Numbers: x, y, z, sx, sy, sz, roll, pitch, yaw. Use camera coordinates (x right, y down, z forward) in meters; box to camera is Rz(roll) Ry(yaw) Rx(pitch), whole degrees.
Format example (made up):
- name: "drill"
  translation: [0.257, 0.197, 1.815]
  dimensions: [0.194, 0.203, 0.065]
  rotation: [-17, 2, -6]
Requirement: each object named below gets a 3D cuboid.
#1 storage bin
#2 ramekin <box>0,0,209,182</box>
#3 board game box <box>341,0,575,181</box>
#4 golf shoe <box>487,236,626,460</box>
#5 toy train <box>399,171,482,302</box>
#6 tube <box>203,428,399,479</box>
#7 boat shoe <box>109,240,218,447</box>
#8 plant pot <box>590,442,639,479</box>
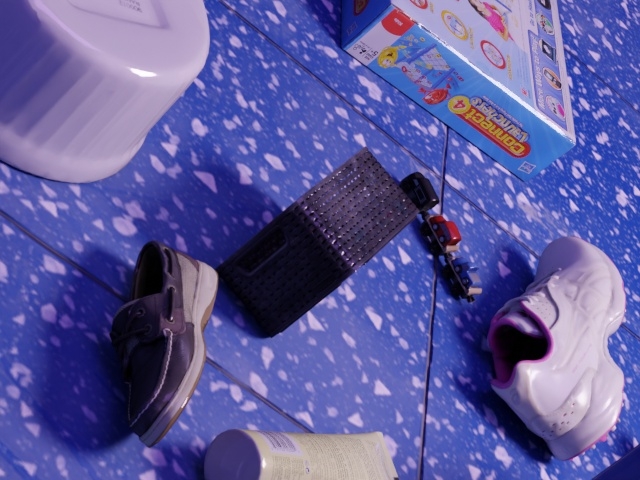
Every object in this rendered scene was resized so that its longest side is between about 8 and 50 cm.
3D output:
- name: "storage bin"
  translation: [0.000, 0.000, 1.673]
  dimensions: [0.084, 0.122, 0.180]
  rotation: [50, 31, -1]
- name: "ramekin"
  translation: [-0.227, -0.200, 1.579]
  dimensions: [0.277, 0.135, 0.277]
  rotation: [33, 35, -27]
- name: "board game box"
  translation: [0.164, -0.267, 2.198]
  dimensions: [0.302, 0.086, 0.308]
  rotation: [34, 35, -26]
- name: "golf shoe"
  translation: [0.244, 0.085, 1.913]
  dimensions: [0.140, 0.115, 0.306]
  rotation: [34, 34, -20]
- name: "toy train"
  translation: [0.131, -0.005, 1.929]
  dimensions: [0.027, 0.036, 0.158]
  rotation: [1, 56, -52]
- name: "tube"
  translation: [-0.001, 0.198, 1.537]
  dimensions: [0.240, 0.062, 0.070]
  rotation: [12, 92, -53]
- name: "boat shoe"
  translation: [-0.136, 0.078, 1.468]
  dimensions: [0.073, 0.080, 0.223]
  rotation: [34, 29, -16]
- name: "plant pot"
  translation: [0.329, 0.302, 1.642]
  dimensions: [0.212, 0.236, 0.236]
  rotation: [55, 11, 23]
